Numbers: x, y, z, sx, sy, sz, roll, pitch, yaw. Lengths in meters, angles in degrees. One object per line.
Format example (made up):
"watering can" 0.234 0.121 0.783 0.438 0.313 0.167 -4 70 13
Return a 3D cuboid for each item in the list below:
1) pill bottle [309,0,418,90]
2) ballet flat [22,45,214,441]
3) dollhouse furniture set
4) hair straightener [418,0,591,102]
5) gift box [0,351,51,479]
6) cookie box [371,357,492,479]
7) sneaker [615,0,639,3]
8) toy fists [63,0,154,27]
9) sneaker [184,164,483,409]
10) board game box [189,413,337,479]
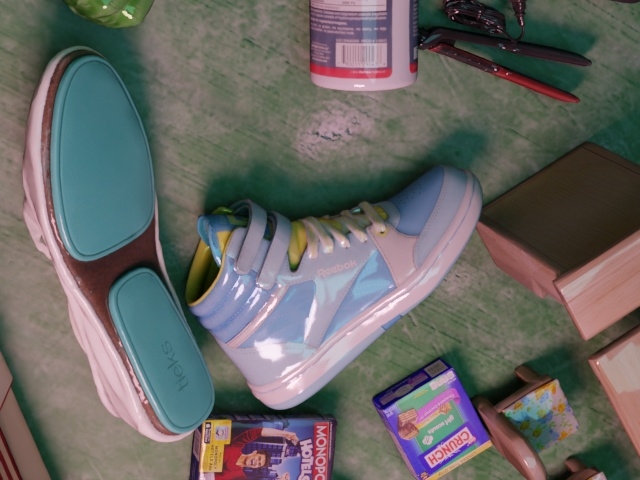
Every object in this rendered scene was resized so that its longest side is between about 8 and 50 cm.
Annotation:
"pill bottle" 0.042 -0.242 1.586 0.108 0.108 0.180 -4 105 -15
"ballet flat" -0.218 0.012 1.572 0.139 0.139 0.400 -19 107 -10
"dollhouse furniture set" 0.350 0.122 1.691 0.362 0.256 0.394 -32 111 -5
"hair straightener" 0.177 -0.216 1.671 0.230 0.047 0.089 18 99 -15
"gift box" -0.398 0.244 1.524 0.255 0.276 0.258 -17 113 3
"cookie box" 0.121 0.197 1.762 0.092 0.040 0.107 -31 111 -7
"sneaker" 0.239 -0.312 1.635 0.234 0.084 0.097 19 97 -20
"toy fists" -0.248 -0.309 1.468 0.096 0.142 0.279 -37 111 -4
"sneaker" 0.000 0.000 1.631 0.319 0.127 0.208 -45 113 -1
"board game box" -0.044 0.271 1.726 0.194 0.060 0.194 2 104 -17
